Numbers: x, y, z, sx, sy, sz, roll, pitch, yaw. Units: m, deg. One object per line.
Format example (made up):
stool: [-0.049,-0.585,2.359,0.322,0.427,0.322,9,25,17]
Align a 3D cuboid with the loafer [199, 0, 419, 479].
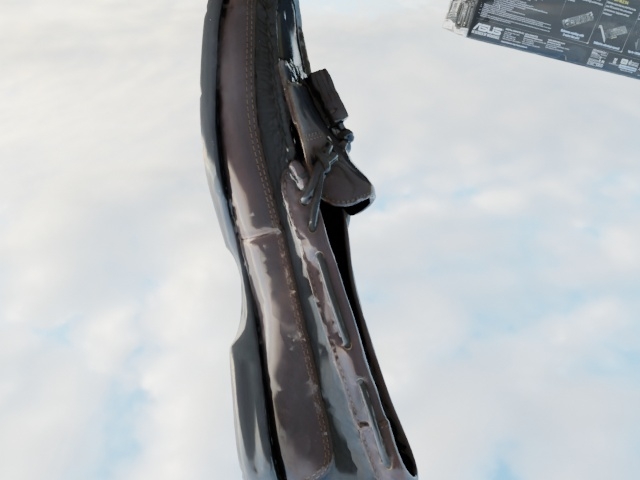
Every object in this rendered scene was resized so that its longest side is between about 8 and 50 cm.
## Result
loafer: [0.000,0.000,0.397,0.095,0.303,0.109,-4,-178,19]

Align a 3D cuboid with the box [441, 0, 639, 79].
box: [0.342,-0.361,0.916,0.307,0.243,0.076,6,-156,-19]
